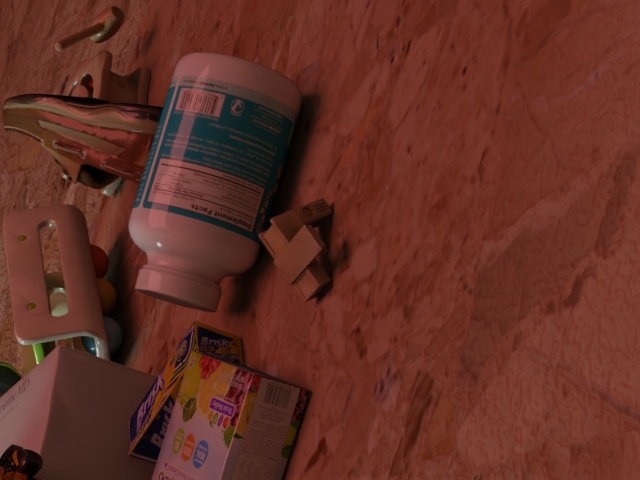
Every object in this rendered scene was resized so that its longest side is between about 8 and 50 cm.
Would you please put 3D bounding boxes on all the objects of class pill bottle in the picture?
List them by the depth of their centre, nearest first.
[{"bbox_3d":[-0.120,-0.060,1.795,0.146,0.146,0.264,-1,71,66],"label":"pill bottle"}]

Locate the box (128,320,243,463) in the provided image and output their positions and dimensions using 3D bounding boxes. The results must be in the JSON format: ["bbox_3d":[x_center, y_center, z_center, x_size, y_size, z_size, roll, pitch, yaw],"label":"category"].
[{"bbox_3d":[-0.148,0.168,1.786,0.169,0.059,0.054,-56,25,30],"label":"box"}]

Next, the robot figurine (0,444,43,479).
[{"bbox_3d":[-0.375,0.333,1.738,0.291,0.085,0.211,-41,37,46],"label":"robot figurine"}]

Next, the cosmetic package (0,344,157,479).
[{"bbox_3d":[-0.298,0.339,1.861,0.217,0.156,0.385,-40,38,47],"label":"cosmetic package"}]

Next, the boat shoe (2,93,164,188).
[{"bbox_3d":[-0.307,-0.129,2.196,0.324,0.122,0.120,10,97,42],"label":"boat shoe"}]

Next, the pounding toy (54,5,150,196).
[{"bbox_3d":[-0.348,-0.203,2.396,0.154,0.155,0.269,-40,37,43],"label":"pounding toy"}]

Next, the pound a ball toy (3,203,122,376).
[{"bbox_3d":[-0.339,0.099,2.218,0.319,0.136,0.208,-109,14,-52],"label":"pound a ball toy"}]

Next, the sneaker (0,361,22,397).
[{"bbox_3d":[-0.418,0.295,2.179,0.121,0.111,0.300,44,141,50],"label":"sneaker"}]

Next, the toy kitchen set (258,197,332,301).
[{"bbox_3d":[0.000,0.000,1.630,0.083,0.075,0.068,55,138,13],"label":"toy kitchen set"}]

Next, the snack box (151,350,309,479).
[{"bbox_3d":[-0.101,0.224,1.629,0.174,0.070,0.207,7,81,66],"label":"snack box"}]
